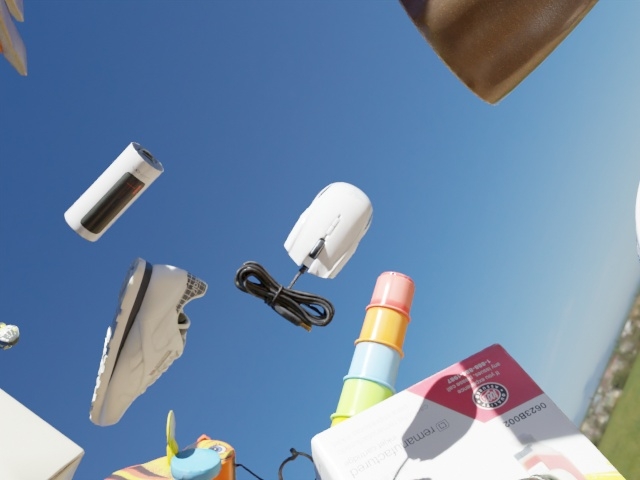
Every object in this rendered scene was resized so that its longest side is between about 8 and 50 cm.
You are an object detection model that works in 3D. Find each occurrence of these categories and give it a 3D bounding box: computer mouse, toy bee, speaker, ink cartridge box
[{"bbox_3d":[0.000,0.000,0.829,0.193,0.106,0.042,-57,0,-33],"label":"computer mouse"},{"bbox_3d":[-0.182,0.350,1.141,0.298,0.162,0.195,17,-89,-27],"label":"toy bee"},{"bbox_3d":[-0.270,-0.064,1.035,0.136,0.055,0.055,-44,-19,9],"label":"speaker"},{"bbox_3d":[0.201,0.340,0.871,0.279,0.385,0.160,-23,-44,-17],"label":"ink cartridge box"}]

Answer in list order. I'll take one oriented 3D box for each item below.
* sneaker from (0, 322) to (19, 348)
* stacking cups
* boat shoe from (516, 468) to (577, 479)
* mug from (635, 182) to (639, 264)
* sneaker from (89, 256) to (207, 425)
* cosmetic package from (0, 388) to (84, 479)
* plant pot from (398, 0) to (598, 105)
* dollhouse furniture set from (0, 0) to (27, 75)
[{"bbox_3d":[-0.466,0.146,1.174,0.031,0.083,0.035,-30,-64,-33],"label":"sneaker"},{"bbox_3d":[0.077,0.197,1.223,0.096,0.096,0.316,72,-152,-60],"label":"stacking cups"},{"bbox_3d":[0.209,0.311,0.654,0.068,0.228,0.081,-5,-25,-26],"label":"boat shoe"},{"bbox_3d":[0.479,-0.024,0.862,0.328,0.276,0.374,36,-144,-61],"label":"mug"},{"bbox_3d":[-0.216,0.136,0.961,0.090,0.094,0.235,-111,41,-59],"label":"sneaker"},{"bbox_3d":[-0.371,0.165,0.653,0.160,0.309,0.113,-61,-7,20],"label":"cosmetic package"},{"bbox_3d":[0.216,-0.297,0.821,0.230,0.215,0.215,-36,-7,27],"label":"plant pot"},{"bbox_3d":[-0.449,-0.278,0.789,0.135,0.262,0.259,101,159,-62],"label":"dollhouse furniture set"}]
